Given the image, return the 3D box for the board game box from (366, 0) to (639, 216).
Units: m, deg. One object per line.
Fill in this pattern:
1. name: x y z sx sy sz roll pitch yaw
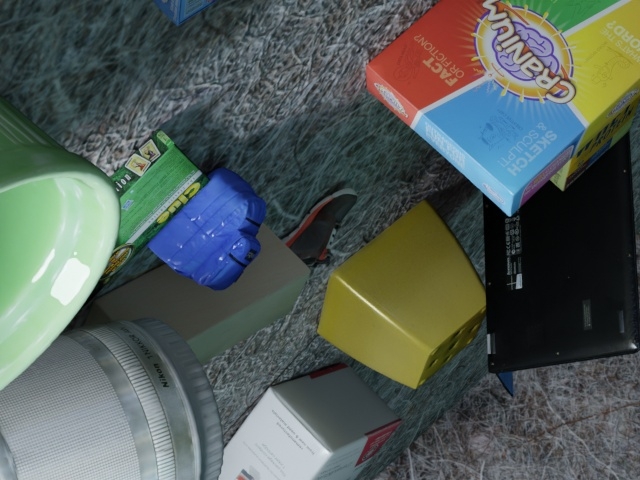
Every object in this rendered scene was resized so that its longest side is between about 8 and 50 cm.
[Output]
1. board game box: 0.249 -0.217 1.692 0.316 0.242 0.064 -43 161 -12

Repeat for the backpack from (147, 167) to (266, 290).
1. backpack: -0.112 -0.012 1.559 0.120 0.101 0.098 -50 169 2

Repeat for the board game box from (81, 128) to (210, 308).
1. board game box: -0.227 0.005 1.451 0.259 0.030 0.136 -45 160 -2

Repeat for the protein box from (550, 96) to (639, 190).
1. protein box: 0.303 -0.210 1.895 0.136 0.201 0.200 -42 162 -12

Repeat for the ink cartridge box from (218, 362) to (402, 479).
1. ink cartridge box: -0.072 0.420 2.503 0.384 0.160 0.279 -53 161 22

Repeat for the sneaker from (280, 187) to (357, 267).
1. sneaker: 0.000 0.000 1.895 0.158 0.065 0.061 -45 163 -3

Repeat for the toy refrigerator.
1. toy refrigerator: -0.145 0.081 1.682 0.269 0.102 0.094 -30 157 -43

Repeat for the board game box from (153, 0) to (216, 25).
1. board game box: -0.045 -0.289 1.194 0.211 0.039 0.160 -36 160 -26

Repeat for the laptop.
1. laptop: 0.363 0.016 2.160 0.236 0.382 0.408 12 161 -42

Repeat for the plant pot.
1. plant pot: 0.143 0.103 2.250 0.212 0.187 0.212 -38 161 -24

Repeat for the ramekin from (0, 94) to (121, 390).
1. ramekin: -0.311 0.013 1.072 0.303 0.148 0.303 -41 162 -16

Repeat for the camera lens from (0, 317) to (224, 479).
1. camera lens: -0.263 0.208 1.431 0.274 0.219 0.219 -17 148 -35
